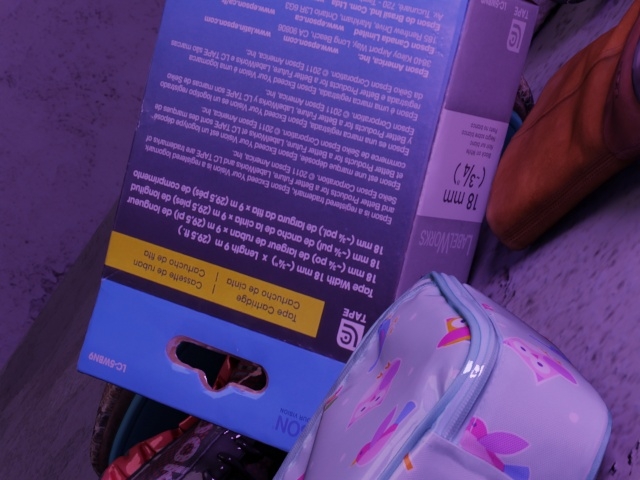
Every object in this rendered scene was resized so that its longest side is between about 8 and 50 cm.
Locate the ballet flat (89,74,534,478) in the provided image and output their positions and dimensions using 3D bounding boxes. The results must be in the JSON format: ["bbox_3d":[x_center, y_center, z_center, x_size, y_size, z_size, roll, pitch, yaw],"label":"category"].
[{"bbox_3d":[-0.028,-0.004,1.460,0.483,0.164,0.182,-48,45,23],"label":"ballet flat"}]

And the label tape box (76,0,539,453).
[{"bbox_3d":[-0.014,-0.035,1.284,0.106,0.240,0.333,5,-79,-58],"label":"label tape box"}]

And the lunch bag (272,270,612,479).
[{"bbox_3d":[0.027,0.157,0.997,0.279,0.108,0.224,-55,12,7],"label":"lunch bag"}]

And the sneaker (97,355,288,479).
[{"bbox_3d":[-0.050,0.152,1.352,0.276,0.097,0.135,-44,31,5],"label":"sneaker"}]

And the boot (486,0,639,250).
[{"bbox_3d":[0.221,-0.138,1.154,0.280,0.096,0.264,134,159,-66],"label":"boot"}]

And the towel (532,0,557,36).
[{"bbox_3d":[0.076,-0.181,1.507,0.282,0.187,0.049,-55,16,9],"label":"towel"}]

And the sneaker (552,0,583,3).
[{"bbox_3d":[0.216,-0.240,1.438,0.178,0.072,0.077,-54,-2,-32],"label":"sneaker"}]
